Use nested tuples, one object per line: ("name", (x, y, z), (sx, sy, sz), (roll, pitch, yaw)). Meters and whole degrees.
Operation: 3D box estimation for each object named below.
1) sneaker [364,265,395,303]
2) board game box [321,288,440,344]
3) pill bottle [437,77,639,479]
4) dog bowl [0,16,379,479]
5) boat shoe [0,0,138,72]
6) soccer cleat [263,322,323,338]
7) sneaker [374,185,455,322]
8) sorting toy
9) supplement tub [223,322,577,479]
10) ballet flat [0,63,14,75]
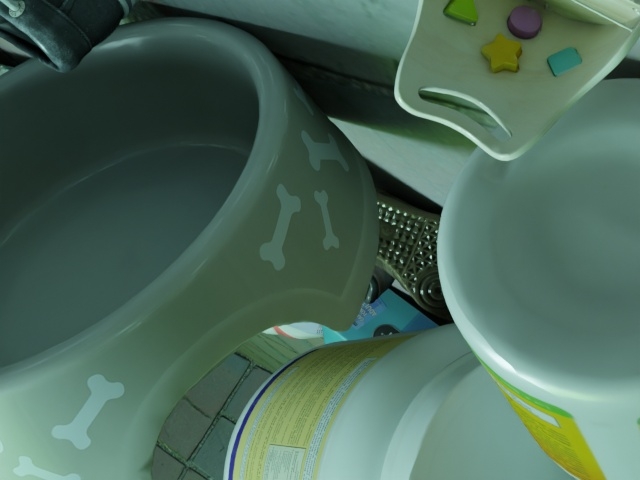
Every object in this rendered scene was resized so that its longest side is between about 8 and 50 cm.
("sneaker", (0.000, 0.000, 0.884), (0.158, 0.065, 0.061), (34, 169, -6))
("board game box", (0.127, 0.215, 1.136), (0.253, 0.079, 0.336), (36, 157, 25))
("pill bottle", (0.149, 0.045, 0.477), (0.136, 0.136, 0.246), (26, 167, 31))
("dog bowl", (-0.143, -0.002, 0.612), (0.348, 0.349, 0.102), (22, 151, 43))
("boat shoe", (-0.246, -0.185, 0.672), (0.301, 0.102, 0.108), (27, 167, 27))
("soccer cleat", (-0.022, 0.036, 1.065), (0.116, 0.109, 0.318), (9, 162, 6))
("sneaker", (0.061, -0.006, 0.752), (0.188, 0.066, 0.071), (31, -164, -7))
("sorting toy", (0.067, -0.070, 0.373), (0.083, 0.075, 0.045), (31, 169, 11))
("supplement tub", (0.081, 0.184, 0.740), (0.241, 0.241, 0.331), (35, 161, -12))
("ballet flat", (-0.336, -0.122, 1.123), (0.408, 0.147, 0.147), (23, 165, 39))
